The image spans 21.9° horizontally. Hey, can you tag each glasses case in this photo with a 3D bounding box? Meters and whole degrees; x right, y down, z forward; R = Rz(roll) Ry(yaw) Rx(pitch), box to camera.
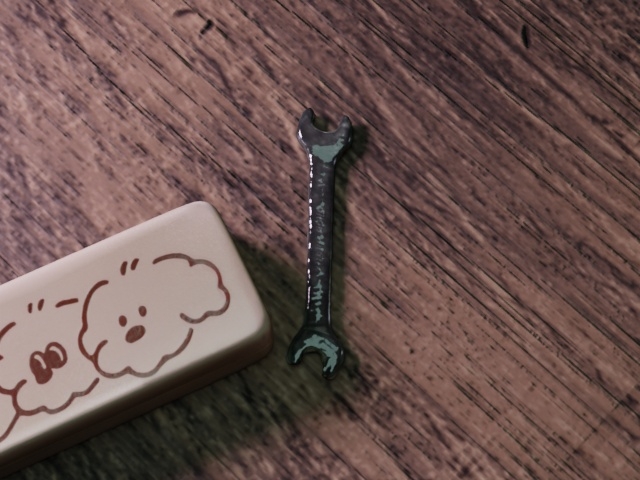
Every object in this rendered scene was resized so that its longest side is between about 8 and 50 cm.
[{"bbox_3d":[-0.215,0.095,1.406,0.336,0.076,0.144,-25,71,-7],"label":"glasses case"}]

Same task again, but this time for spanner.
[{"bbox_3d":[0.000,0.000,1.466,0.054,0.015,0.254,1,70,2],"label":"spanner"}]
